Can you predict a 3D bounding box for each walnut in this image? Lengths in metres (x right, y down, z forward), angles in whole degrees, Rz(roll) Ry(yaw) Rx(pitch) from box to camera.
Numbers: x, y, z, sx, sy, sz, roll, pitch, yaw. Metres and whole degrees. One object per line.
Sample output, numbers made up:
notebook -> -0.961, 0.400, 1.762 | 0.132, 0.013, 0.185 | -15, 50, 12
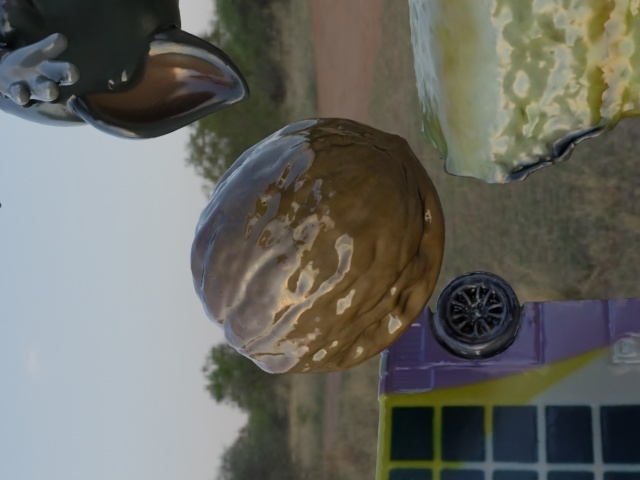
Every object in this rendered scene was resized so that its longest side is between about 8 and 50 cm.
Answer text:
walnut -> 0.000, 0.000, 0.795 | 0.213, 0.213, 0.213 | 178, 90, -87

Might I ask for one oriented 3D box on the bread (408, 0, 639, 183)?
bread -> 0.173, -0.238, 0.498 | 0.264, 0.395, 0.239 | 59, -179, -24

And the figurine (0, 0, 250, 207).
figurine -> -0.184, -0.090, 0.547 | 0.193, 0.265, 0.140 | 41, 171, 39

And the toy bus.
toy bus -> 0.283, 0.175, 0.919 | 0.209, 0.440, 0.249 | 57, -146, -59
